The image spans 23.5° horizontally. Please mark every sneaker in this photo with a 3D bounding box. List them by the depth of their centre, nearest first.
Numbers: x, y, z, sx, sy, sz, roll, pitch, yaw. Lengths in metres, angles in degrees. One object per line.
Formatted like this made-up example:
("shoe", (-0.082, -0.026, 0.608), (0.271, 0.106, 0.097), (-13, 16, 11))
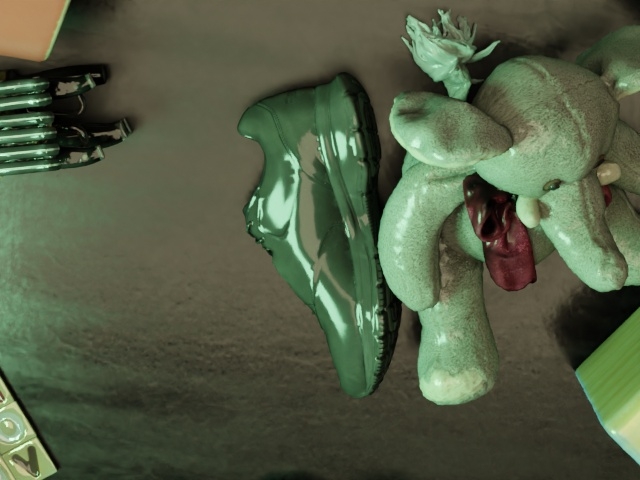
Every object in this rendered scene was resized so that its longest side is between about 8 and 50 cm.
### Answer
("sneaker", (0.000, 0.000, 1.366), (0.130, 0.109, 0.286), (-8, 94, 12))

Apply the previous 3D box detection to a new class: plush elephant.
("plush elephant", (0.176, -0.051, 1.251), (0.272, 0.255, 0.330), (-23, 94, -9))

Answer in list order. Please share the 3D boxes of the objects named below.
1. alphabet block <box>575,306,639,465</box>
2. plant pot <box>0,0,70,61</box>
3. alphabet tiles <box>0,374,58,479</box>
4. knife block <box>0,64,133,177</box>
("alphabet block", (0.363, 0.130, 1.329), (0.192, 0.193, 0.197), (44, 98, -9))
("plant pot", (-0.302, -0.276, 1.237), (0.243, 0.275, 0.275), (20, 101, -12))
("alphabet tiles", (-0.378, 0.222, 1.450), (0.237, 0.009, 0.198), (-28, 99, 6))
("knife block", (-0.316, -0.102, 1.359), (0.276, 0.242, 0.088), (5, 104, 46))
